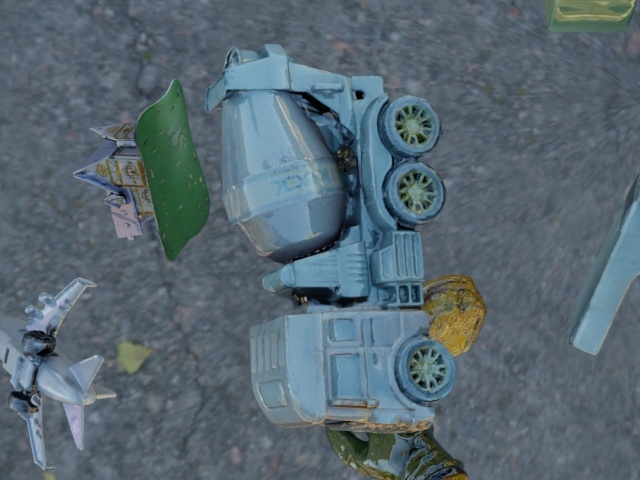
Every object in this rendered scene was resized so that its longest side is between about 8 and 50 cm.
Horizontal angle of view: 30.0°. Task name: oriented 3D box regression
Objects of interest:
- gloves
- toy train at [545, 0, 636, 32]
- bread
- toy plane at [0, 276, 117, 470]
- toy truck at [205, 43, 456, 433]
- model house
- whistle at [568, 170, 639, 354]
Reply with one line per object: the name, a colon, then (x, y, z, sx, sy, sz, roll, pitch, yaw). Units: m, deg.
gloves: (0.078, 0.235, 1.482, 0.268, 0.107, 0.135, 38, 112, 35)
toy train: (0.430, -0.371, 1.406, 0.397, 0.160, 0.253, 0, 73, 3)
bread: (0.114, 0.072, 1.092, 0.081, 0.046, 0.083, -31, 130, 1)
toy plane: (-0.230, 0.098, 0.969, 0.171, 0.065, 0.162, 24, 104, 37)
toy truck: (0.000, 0.000, 0.790, 0.140, 0.108, 0.257, 1, 81, -21)
model house: (-0.188, -0.071, 1.237, 0.088, 0.117, 0.167, 2, 125, 21)
whistle: (0.364, 0.000, 1.154, 0.163, 0.163, 0.290, 25, 122, 12)
